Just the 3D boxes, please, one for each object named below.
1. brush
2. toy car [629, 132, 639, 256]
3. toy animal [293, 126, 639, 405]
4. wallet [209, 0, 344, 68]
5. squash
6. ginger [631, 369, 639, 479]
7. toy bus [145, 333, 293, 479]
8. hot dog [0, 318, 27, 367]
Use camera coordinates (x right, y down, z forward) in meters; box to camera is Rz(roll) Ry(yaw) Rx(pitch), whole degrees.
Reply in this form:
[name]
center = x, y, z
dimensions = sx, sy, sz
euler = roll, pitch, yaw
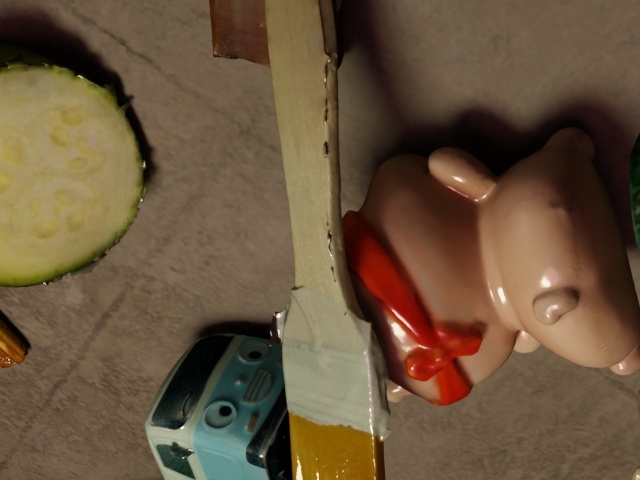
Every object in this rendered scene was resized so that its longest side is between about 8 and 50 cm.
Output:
[brush]
center = 0.000, 0.000, 0.495
dimensions = 0.085, 0.020, 0.336
euler = 5, 104, 41
[toy car]
center = 0.305, -0.050, 0.394
dimensions = 0.306, 0.136, 0.125
euler = -24, 133, 37
[toy animal]
center = 0.096, 0.026, 0.547
dimensions = 0.198, 0.171, 0.171
euler = -14, 125, 24
[wallet]
center = -0.028, -0.177, 0.489
dimensions = 0.095, 0.026, 0.176
euler = 16, 135, 17
[squash]
center = -0.278, -0.083, 0.693
dimensions = 0.260, 0.189, 0.189
euler = 31, 153, 50
[ginger]
center = 0.292, 0.169, 0.662
dimensions = 0.089, 0.075, 0.288
euler = -3, 127, 20
[toy bus]
center = -0.070, 0.208, 0.807
dimensions = 0.165, 0.133, 0.271
euler = 12, 138, 19
[hot dog]
center = -0.358, 0.093, 0.892
dimensions = 0.049, 0.037, 0.122
euler = -18, 129, 22
